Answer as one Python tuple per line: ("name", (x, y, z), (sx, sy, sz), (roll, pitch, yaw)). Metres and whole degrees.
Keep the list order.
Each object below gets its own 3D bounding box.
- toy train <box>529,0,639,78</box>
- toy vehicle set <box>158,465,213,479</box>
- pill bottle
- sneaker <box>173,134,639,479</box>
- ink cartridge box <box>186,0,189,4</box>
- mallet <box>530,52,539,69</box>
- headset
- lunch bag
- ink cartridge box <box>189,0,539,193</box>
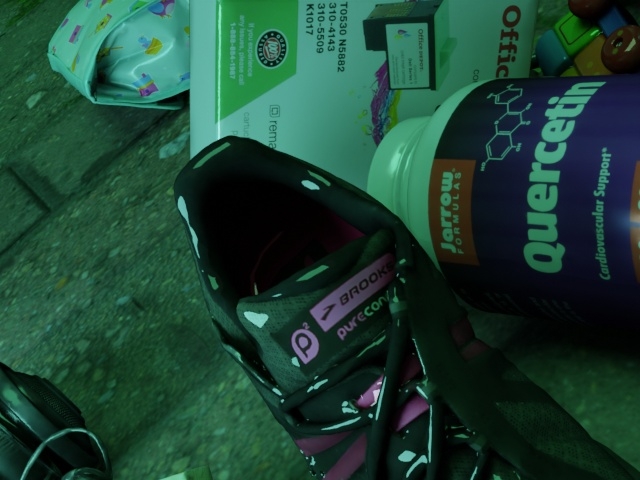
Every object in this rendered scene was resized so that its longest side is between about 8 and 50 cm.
("toy train", (0.241, -0.103, 0.991), (0.143, 0.105, 0.248), (-40, 37, 23))
("toy vehicle set", (-0.174, 0.278, 0.835), (0.266, 0.035, 0.166), (-21, 79, 21))
("pill bottle", (0.191, -0.029, 0.851), (0.323, 0.181, 0.181), (5, 51, 45))
("sneaker", (0.041, 0.103, 0.745), (0.185, 0.202, 0.483), (-45, 54, -1))
("ink cartridge box", (0.033, -0.287, 1.273), (0.307, 0.223, 0.129), (-27, 34, 14))
("mallet", (0.192, -0.178, 1.143), (0.189, 0.062, 0.039), (-19, 38, 23))
("headset", (-0.275, 0.236, 1.020), (0.394, 0.185, 0.243), (-19, 30, 49))
("lunch bag", (-0.227, -0.278, 1.557), (0.262, 0.160, 0.223), (-35, 34, -9))
("ink cartridge box", (0.034, -0.136, 1.007), (0.278, 0.201, 0.117), (-7, 30, -17))
